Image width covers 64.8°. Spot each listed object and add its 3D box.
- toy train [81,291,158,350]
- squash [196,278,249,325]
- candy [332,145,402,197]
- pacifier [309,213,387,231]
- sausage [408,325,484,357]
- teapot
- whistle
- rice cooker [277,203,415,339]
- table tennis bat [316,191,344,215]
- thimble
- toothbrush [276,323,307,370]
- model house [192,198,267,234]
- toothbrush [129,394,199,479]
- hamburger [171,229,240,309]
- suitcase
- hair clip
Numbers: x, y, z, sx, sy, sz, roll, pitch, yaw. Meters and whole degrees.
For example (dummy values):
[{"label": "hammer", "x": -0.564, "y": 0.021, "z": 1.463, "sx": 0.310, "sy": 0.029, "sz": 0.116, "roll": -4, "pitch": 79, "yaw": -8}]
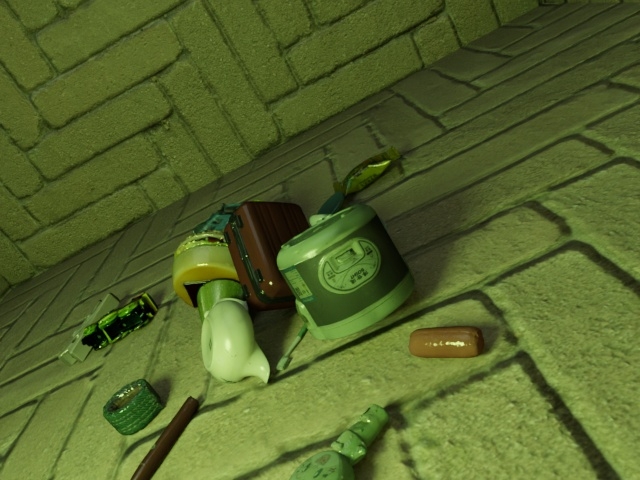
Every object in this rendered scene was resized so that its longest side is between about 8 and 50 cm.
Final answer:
[{"label": "toy train", "x": -0.767, "y": 0.312, "z": 1.916, "sx": 0.296, "sy": 0.100, "sz": 0.160, "roll": -26, "pitch": 17, "yaw": 11}, {"label": "squash", "x": -0.289, "y": 0.209, "z": 1.514, "sx": 0.170, "sy": 0.170, "sz": 0.123, "roll": -24, "pitch": 44, "yaw": 15}, {"label": "candy", "x": 0.180, "y": -0.264, "z": 1.974, "sx": 0.297, "sy": 0.081, "sz": 0.187, "roll": -31, "pitch": 22, "yaw": 10}, {"label": "pacifier", "x": 0.050, "y": -0.007, "z": 1.476, "sx": 0.279, "sy": 0.207, "sz": 0.227, "roll": -3, "pitch": 46, "yaw": 46}, {"label": "sausage", "x": 0.248, "y": 0.204, "z": 1.010, "sx": 0.154, "sy": 0.062, "sz": 0.062, "roll": -11, "pitch": 30, "yaw": 39}, {"label": "teapot", "x": -0.228, "y": 0.247, "z": 1.314, "sx": 0.165, "sy": 0.208, "sz": 0.300, "roll": -3, "pitch": 36, "yaw": -11}, {"label": "whistle", "x": 0.032, "y": 0.394, "z": 0.888, "sx": 0.258, "sy": 0.067, "sz": 0.126, "roll": -40, "pitch": 13, "yaw": -32}, {"label": "rice cooker", "x": 0.060, "y": 0.081, "z": 1.206, "sx": 0.288, "sy": 0.277, "sz": 0.288, "roll": -29, "pitch": 6, "yaw": 4}, {"label": "table tennis bat", "x": 0.029, "y": -0.096, "z": 1.855, "sx": 0.149, "sy": 0.038, "sz": 0.237, "roll": -38, "pitch": 22, "yaw": 30}, {"label": "thimble", "x": -0.504, "y": 0.448, "z": 1.356, "sx": 0.135, "sy": 0.090, "sz": 0.118, "roll": -37, "pitch": 25, "yaw": -18}, {"label": "toothbrush", "x": -0.048, "y": 0.242, "z": 1.329, "sx": 0.024, "sy": 0.018, "sz": 0.257, "roll": -8, "pitch": 32, "yaw": 35}, {"label": "model house", "x": -0.271, "y": -0.011, "z": 1.859, "sx": 0.303, "sy": 0.216, "sz": 0.237, "roll": -1, "pitch": 36, "yaw": 39}, {"label": "toothbrush", "x": -0.395, "y": 0.516, "z": 1.166, "sx": 0.040, "sy": 0.041, "sz": 0.364, "roll": -11, "pitch": 30, "yaw": 36}, {"label": "hamburger", "x": -0.324, "y": 0.096, "z": 1.601, "sx": 0.300, "sy": 0.300, "sz": 0.176, "roll": -22, "pitch": 42, "yaw": 18}, {"label": "suitcase", "x": -0.124, "y": 0.040, "z": 1.414, "sx": 0.236, "sy": 0.297, "sz": 0.161, "roll": -1, "pitch": -34, "yaw": -40}, {"label": "hair clip", "x": -0.916, "y": 0.354, "z": 2.020, "sx": 0.101, "sy": 0.085, "sz": 0.331, "roll": -22, "pitch": 31, "yaw": 22}]
